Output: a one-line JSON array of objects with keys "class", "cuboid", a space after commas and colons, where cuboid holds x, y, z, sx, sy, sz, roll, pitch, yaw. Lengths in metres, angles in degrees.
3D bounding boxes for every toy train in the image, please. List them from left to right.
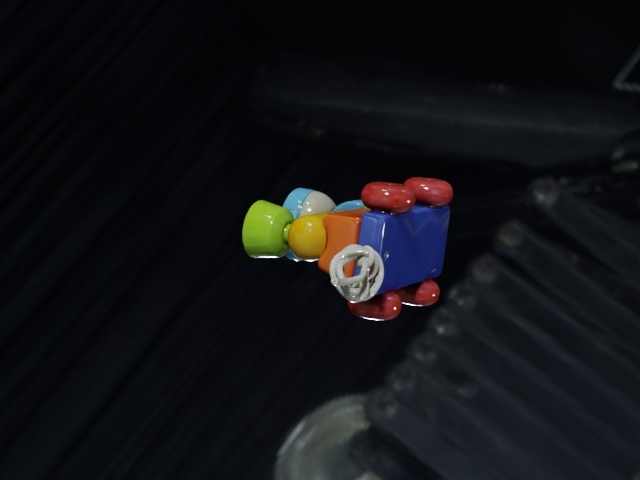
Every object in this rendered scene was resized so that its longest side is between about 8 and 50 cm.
[{"class": "toy train", "cuboid": [0.000, 0.000, 1.079, 0.143, 0.105, 0.248, 10, 9, 24]}]
